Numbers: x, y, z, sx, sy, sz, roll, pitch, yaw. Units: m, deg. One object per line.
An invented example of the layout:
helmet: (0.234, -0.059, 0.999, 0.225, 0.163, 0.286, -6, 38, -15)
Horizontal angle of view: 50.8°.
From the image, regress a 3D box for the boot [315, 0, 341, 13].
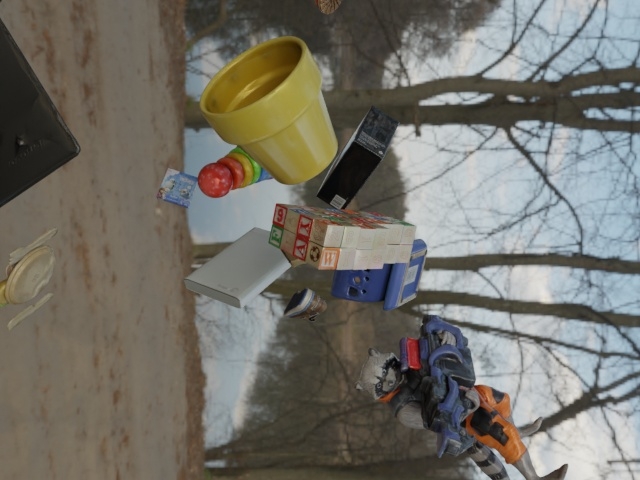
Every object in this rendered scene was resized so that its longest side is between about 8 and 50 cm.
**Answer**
boot: (0.003, -0.443, 1.062, 0.059, 0.084, 0.158, -20, 126, -41)

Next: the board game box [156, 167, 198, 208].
board game box: (-0.388, -0.143, 1.838, 0.020, 0.090, 0.090, 104, 4, -72)

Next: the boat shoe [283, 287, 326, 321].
boat shoe: (-0.034, 0.154, 1.514, 0.066, 0.066, 0.183, -61, -172, -14)

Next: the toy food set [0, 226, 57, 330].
toy food set: (-0.539, 0.061, 1.231, 0.132, 0.038, 0.192, -50, 165, -52)

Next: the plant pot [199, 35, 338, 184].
plant pot: (-0.085, -0.257, 1.422, 0.239, 0.253, 0.254, 54, 26, -37)

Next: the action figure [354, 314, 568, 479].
action figure: (0.201, 0.279, 1.033, 0.179, 0.330, 0.341, -61, 178, 23)

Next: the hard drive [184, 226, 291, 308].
hard drive: (-0.205, 0.069, 1.908, 0.307, 0.203, 0.040, -40, 136, -43)

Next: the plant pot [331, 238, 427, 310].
plant pot: (0.191, 0.079, 2.067, 0.236, 0.212, 0.236, -12, 118, -61)

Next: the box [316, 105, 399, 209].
box: (0.107, -0.235, 1.967, 0.261, 0.103, 0.184, -53, -174, 47)

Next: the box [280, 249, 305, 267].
box: (0.000, 0.000, 1.704, 0.164, 0.201, 0.021, -132, -155, -64)

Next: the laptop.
laptop: (-0.634, -0.231, 1.193, 0.236, 0.381, 0.408, 53, 10, -35)

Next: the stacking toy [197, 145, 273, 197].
stacking toy: (-0.205, -0.195, 1.783, 0.330, 0.141, 0.141, -40, 133, -57)

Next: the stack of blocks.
stack of blocks: (0.064, -0.006, 1.402, 0.171, 0.297, 0.087, 24, -74, 47)
